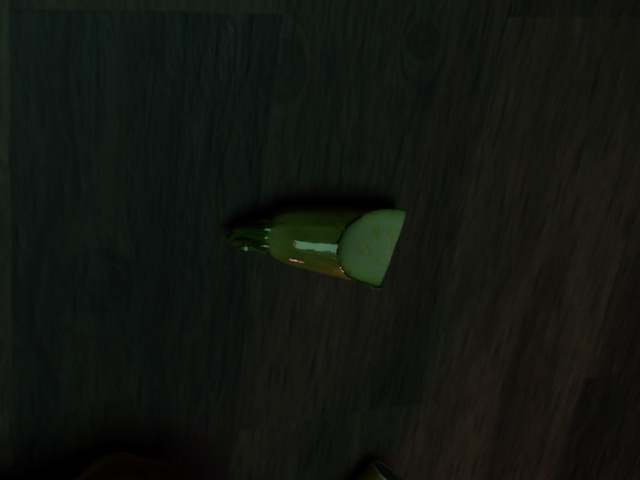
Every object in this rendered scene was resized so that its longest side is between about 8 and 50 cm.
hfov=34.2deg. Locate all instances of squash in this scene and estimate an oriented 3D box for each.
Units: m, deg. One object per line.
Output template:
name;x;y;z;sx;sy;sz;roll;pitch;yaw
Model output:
squash;0.002;0.002;1.080;0.200;0.075;0.090;4;121;-27

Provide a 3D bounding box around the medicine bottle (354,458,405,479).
medicine bottle;0.020;0.377;1.323;0.074;0.074;0.218;34;99;-36

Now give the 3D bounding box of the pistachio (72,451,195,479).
pistachio;-0.266;0.431;1.108;0.445;0.281;0.365;-47;118;-10
